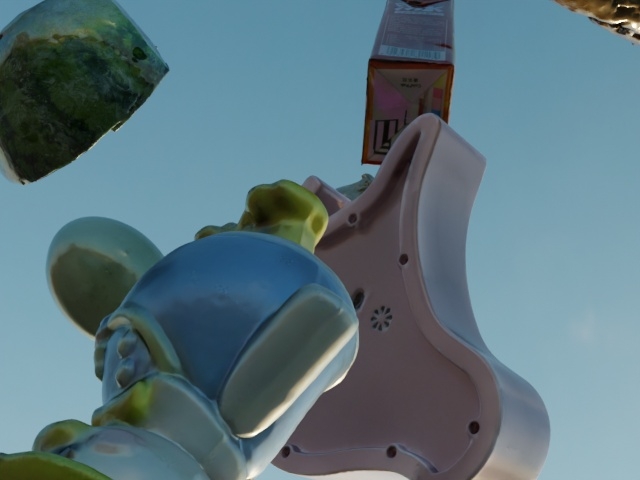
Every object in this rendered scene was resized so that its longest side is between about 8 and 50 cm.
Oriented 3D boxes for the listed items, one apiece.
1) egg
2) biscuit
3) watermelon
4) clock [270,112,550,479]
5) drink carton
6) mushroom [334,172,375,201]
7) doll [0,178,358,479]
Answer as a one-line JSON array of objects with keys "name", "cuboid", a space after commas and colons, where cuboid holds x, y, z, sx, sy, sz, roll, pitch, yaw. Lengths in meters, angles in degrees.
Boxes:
[{"name": "egg", "cuboid": [-0.367, 0.075, 1.912, 0.283, 0.203, 0.203, 46, -46, 23]}, {"name": "biscuit", "cuboid": [0.153, -0.184, 0.717, 0.225, 0.226, 0.042, 27, -70, -1]}, {"name": "watermelon", "cuboid": [-0.371, -0.201, 1.541, 0.305, 0.180, 0.224, -39, -108, 6]}, {"name": "clock", "cuboid": [0.063, 0.052, 0.817, 0.275, 0.290, 0.080, 15, -9, 44]}, {"name": "drink carton", "cuboid": [0.082, -0.147, 0.971, 0.071, 0.223, 0.096, 5, -63, 4]}, {"name": "mushroom", "cuboid": [-0.003, -0.001, 1.720, 0.096, 0.278, 0.099, 38, -16, 3]}, {"name": "doll", "cuboid": [-0.052, 0.070, 0.395, 0.135, 0.241, 0.099, 0, -61, 24]}]
